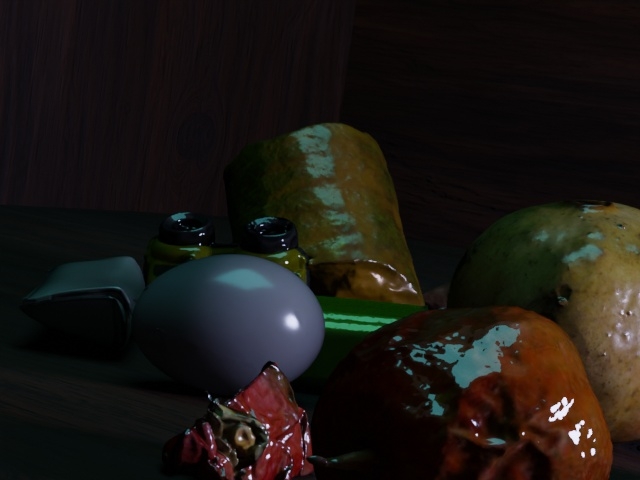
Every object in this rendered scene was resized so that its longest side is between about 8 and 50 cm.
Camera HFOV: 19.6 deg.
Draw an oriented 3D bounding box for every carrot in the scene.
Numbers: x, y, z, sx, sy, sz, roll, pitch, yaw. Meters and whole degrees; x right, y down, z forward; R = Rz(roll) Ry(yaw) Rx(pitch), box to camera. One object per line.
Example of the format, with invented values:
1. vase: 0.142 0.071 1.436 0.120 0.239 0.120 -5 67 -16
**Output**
1. carrot: 0.000 0.000 2.495 0.241 0.341 0.241 -10 -28 -5

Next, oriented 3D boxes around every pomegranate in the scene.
1. pomegranate: 0.274 0.082 1.932 0.281 0.281 0.281 8 5 -1

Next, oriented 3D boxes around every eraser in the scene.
1. eraser: -0.007 0.114 2.081 0.274 0.092 0.210 7 5 0

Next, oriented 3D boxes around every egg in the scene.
1. egg: -0.094 0.086 1.901 0.198 0.146 0.146 8 5 1

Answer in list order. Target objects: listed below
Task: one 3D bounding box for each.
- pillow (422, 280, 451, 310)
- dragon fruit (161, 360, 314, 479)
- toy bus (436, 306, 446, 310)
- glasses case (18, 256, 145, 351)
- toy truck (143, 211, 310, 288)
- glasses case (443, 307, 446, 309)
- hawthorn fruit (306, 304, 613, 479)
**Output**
1. pillow: 0.340 0.107 2.605 0.308 0.108 0.305 10 4 32
2. dragon fruit: -0.080 0.148 1.517 0.122 0.092 0.192 9 5 18
3. toy bus: 0.126 0.119 2.324 0.162 0.074 0.069 3 -1 -29
4. glasses case: -0.272 0.075 2.159 0.128 0.083 0.308 1 6 -2
5. toy truck: -0.125 0.062 2.314 0.224 0.147 0.165 7 27 15
6. glasses case: 0.221 0.110 2.180 0.282 0.067 0.109 -12 28 39
7. hawthorn fruit: 0.072 0.146 1.277 0.243 0.207 0.207 -3 11 -45
